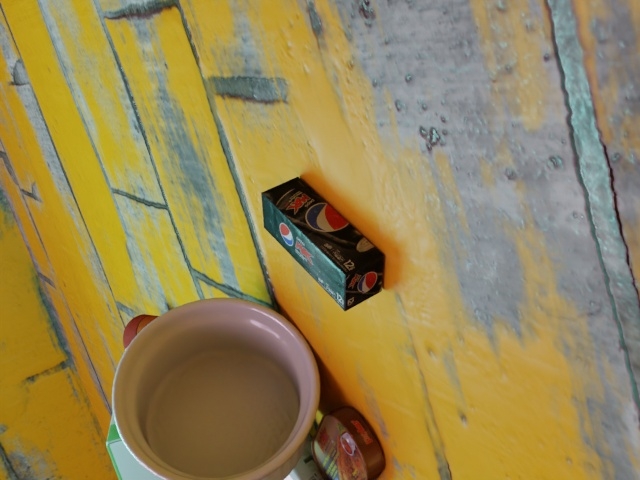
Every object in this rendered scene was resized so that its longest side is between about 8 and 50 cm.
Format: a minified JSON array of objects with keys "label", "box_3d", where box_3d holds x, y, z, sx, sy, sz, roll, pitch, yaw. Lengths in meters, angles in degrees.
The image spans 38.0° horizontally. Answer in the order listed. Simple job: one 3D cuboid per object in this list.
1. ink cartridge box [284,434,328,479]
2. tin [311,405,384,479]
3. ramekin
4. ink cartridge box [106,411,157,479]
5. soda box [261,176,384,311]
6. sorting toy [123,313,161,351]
[{"label":"ink cartridge box","box_3d":[-0.050,0.394,1.394,0.158,0.092,0.218,-49,62,25]},{"label":"tin","box_3d":[0.036,0.295,1.276,0.106,0.040,0.189,51,152,20]},{"label":"ramekin","box_3d":[-0.138,0.230,1.289,0.277,0.277,0.135,51,161,27]},{"label":"ink cartridge box","box_3d":[-0.340,0.412,1.915,0.289,0.122,0.211,-107,2,-69]},{"label":"soda box","box_3d":[0.000,0.000,1.042,0.169,0.053,0.060,44,148,37]},{"label":"sorting toy","box_3d":[-0.233,0.288,1.771,0.126,0.127,0.365,-28,91,36]}]
